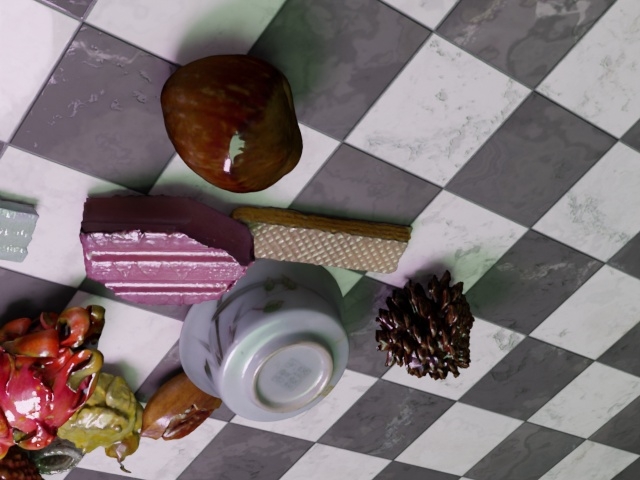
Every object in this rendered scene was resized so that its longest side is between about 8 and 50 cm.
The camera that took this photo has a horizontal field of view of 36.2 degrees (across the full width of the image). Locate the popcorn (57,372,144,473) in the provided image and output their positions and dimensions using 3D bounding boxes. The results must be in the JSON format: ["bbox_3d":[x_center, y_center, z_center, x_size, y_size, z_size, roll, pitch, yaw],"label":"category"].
[{"bbox_3d":[-0.441,0.356,1.952,0.168,0.173,0.195,-28,142,-10],"label":"popcorn"}]

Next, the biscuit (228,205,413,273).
[{"bbox_3d":[0.000,0.000,1.827,0.378,0.054,0.094,8,130,-25],"label":"biscuit"}]

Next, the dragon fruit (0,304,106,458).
[{"bbox_3d":[-0.520,0.247,1.767,0.243,0.227,0.307,1,130,-26],"label":"dragon fruit"}]

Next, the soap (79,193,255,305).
[{"bbox_3d":[-0.255,0.018,1.678,0.289,0.112,0.182,1,137,-1],"label":"soap"}]

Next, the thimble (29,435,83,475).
[{"bbox_3d":[-0.556,0.446,2.062,0.110,0.062,0.084,-9,134,-11],"label":"thimble"}]

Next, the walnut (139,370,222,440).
[{"bbox_3d":[-0.282,0.336,1.994,0.207,0.116,0.116,-35,141,-25],"label":"walnut"}]

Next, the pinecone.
[{"bbox_3d":[0.207,0.175,1.966,0.221,0.221,0.221,-10,135,-10],"label":"pinecone"}]

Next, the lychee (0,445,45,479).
[{"bbox_3d":[-0.694,0.523,1.941,0.304,0.276,0.276,-11,136,2],"label":"lychee"}]

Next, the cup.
[{"bbox_3d":[-0.082,0.214,1.878,0.347,0.163,0.347,-13,125,-20],"label":"cup"}]

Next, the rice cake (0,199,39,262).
[{"bbox_3d":[-0.590,-0.030,1.602,0.237,0.043,0.127,9,128,-27],"label":"rice cake"}]

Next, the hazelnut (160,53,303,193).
[{"bbox_3d":[-0.142,-0.172,1.506,0.218,0.218,0.234,-18,136,-1],"label":"hazelnut"}]
